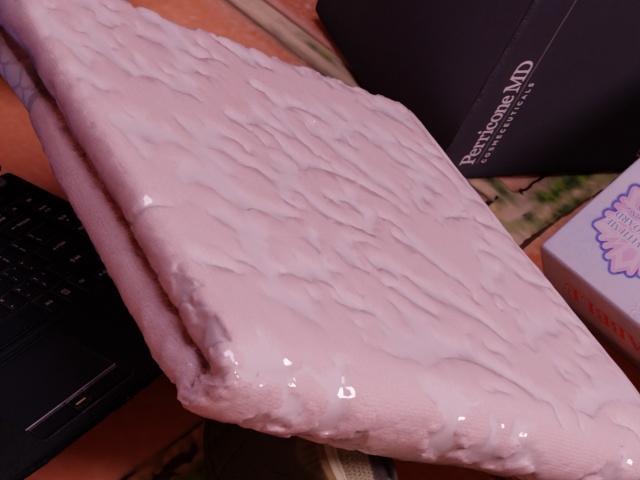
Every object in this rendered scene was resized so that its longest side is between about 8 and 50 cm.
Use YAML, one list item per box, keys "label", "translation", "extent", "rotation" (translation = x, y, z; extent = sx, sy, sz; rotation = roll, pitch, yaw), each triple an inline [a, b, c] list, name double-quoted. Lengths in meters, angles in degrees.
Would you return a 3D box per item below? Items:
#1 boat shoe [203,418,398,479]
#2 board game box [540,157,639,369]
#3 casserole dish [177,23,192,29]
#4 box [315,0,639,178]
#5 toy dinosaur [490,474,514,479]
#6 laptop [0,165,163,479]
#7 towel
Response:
- label: "boat shoe"
  translation: [0.000, 0.123, 0.913]
  extent: [0.073, 0.080, 0.223]
  rotation: [37, 16, -30]
- label: "board game box"
  translation: [0.350, 0.009, 1.087]
  extent: [0.318, 0.066, 0.319]
  rotation: [-41, 58, -13]
- label: "casserole dish"
  translation: [-0.081, -0.072, 1.120]
  extent: [0.114, 0.037, 0.188]
  rotation: [23, 36, -6]
- label: "box"
  translation: [0.219, -0.222, 1.222]
  extent: [0.313, 0.343, 0.179]
  rotation: [-5, 49, -36]
- label: "toy dinosaur"
  translation: [0.164, 0.235, 0.850]
  extent: [0.218, 0.164, 0.322]
  rotation: [11, 9, -42]
- label: "laptop"
  translation: [-0.193, -0.026, 0.910]
  extent: [0.264, 0.136, 0.234]
  rotation: [26, 36, 21]
- label: "towel"
  translation: [0.000, 0.000, 0.970]
  extent: [0.332, 0.053, 0.317]
  rotation: [15, 30, -44]
